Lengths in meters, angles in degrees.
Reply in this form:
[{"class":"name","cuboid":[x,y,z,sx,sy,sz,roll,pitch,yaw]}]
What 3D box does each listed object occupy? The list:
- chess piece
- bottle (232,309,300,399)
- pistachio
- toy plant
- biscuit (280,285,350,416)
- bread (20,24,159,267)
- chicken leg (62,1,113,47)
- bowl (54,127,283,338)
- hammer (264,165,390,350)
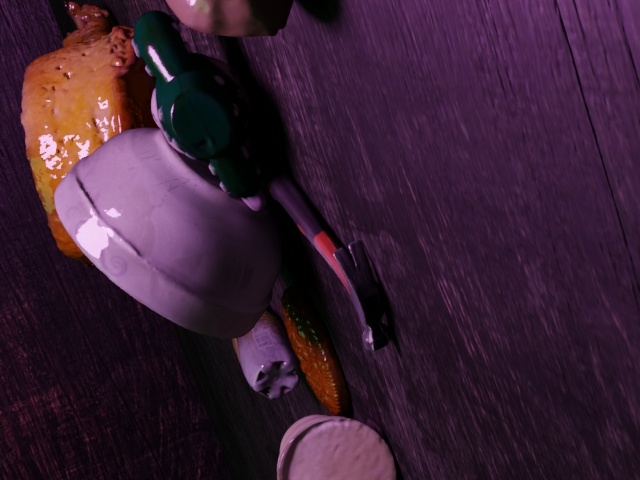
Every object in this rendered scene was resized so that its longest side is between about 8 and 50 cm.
[{"class":"chess piece","cuboid":[0.005,0.283,1.775,0.251,0.144,0.144,179,69,-83]},{"class":"bottle","cuboid":[-0.096,0.139,2.075,0.269,0.083,0.083,-120,12,-59]},{"class":"pistachio","cuboid":[-0.088,-0.254,1.242,0.226,0.136,0.136,-119,12,-57]},{"class":"toy plant","cuboid":[-0.141,-0.157,1.627,0.232,0.112,0.243,59,-178,-43]},{"class":"biscuit","cuboid":[-0.011,0.150,1.841,0.188,0.027,0.187,159,90,-78]},{"class":"bread","cuboid":[-0.305,-0.135,2.075,0.398,0.215,0.398,-13,-90,-86]},{"class":"chicken leg","cuboid":[-0.379,-0.270,2.455,0.295,0.182,0.409,57,-175,-46]},{"class":"bowl","cuboid":[-0.169,-0.031,1.731,0.307,0.163,0.307,33,-161,-13]},{"class":"hammer","cuboid":[0.001,0.000,1.508,0.287,0.033,0.111,-127,18,-52]}]
